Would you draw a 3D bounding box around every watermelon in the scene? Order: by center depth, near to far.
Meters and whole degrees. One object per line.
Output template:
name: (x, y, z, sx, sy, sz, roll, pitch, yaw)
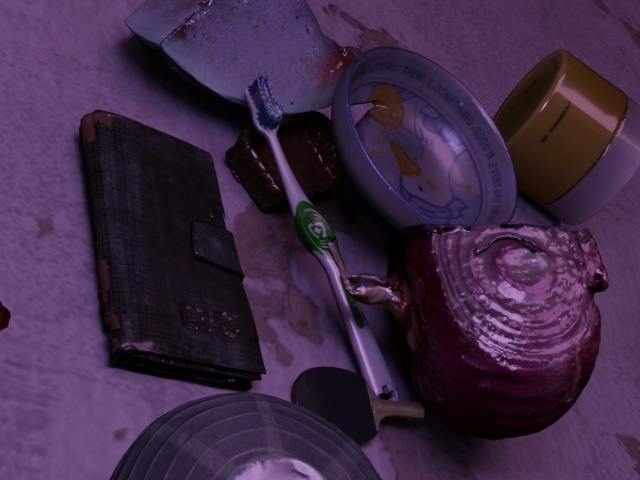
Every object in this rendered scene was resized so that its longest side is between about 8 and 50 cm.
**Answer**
watermelon: (-0.092, -0.296, 1.413, 0.319, 0.214, 0.290, 7, 32, -22)

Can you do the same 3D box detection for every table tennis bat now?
table tennis bat: (0.041, 0.172, 1.157, 0.156, 0.013, 0.087, 10, 49, -28)

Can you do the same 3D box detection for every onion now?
onion: (0.180, 0.100, 1.212, 0.256, 0.272, 0.231, 34, 47, -73)

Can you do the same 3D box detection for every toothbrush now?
toothbrush: (-0.002, 0.002, 1.256, 0.042, 0.040, 0.418, -12, 73, -33)

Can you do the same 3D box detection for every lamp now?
lamp: (-0.048, 0.244, 0.805, 0.265, 0.233, 0.233, 47, 32, 16)

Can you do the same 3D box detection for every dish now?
dish: (0.101, -0.093, 1.390, 0.273, 0.134, 0.273, 24, 47, -29)

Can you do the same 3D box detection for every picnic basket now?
picnic basket: (-0.034, -0.097, 1.379, 0.110, 0.055, 0.193, 56, 33, 8)

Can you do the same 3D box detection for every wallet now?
wallet: (-0.156, 0.003, 1.140, 0.169, 0.044, 0.317, 18, 40, -35)

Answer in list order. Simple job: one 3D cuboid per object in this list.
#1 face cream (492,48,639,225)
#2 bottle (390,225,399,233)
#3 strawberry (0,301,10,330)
face cream: (0.382, -0.162, 1.750, 0.179, 0.218, 0.218, 35, 32, -9)
bottle: (0.096, -0.066, 1.485, 0.060, 0.060, 0.164, 1, 50, -46)
strawberry: (-0.353, 0.041, 0.804, 0.234, 0.234, 0.178, 38, 61, -5)
